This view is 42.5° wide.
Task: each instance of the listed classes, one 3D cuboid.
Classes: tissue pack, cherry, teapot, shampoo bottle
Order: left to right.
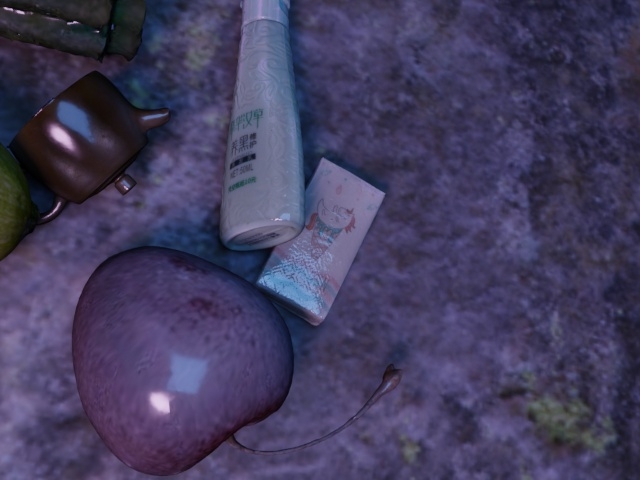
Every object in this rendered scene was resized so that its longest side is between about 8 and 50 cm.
[{"bbox_3d":[-0.148,-0.052,0.516,0.121,0.076,0.068,-42,101,3],"label":"teapot"},{"bbox_3d":[-0.062,0.056,0.504,0.188,0.115,0.148,-29,48,-31],"label":"cherry"},{"bbox_3d":[-0.039,-0.090,0.572,0.041,0.069,0.191,19,62,-40],"label":"shampoo bottle"},{"bbox_3d":[0.000,0.000,0.577,0.056,0.023,0.108,29,67,-8],"label":"tissue pack"}]

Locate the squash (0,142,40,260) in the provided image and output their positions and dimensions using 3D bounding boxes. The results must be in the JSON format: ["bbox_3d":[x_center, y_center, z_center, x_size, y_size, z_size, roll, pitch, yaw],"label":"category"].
[{"bbox_3d":[-0.251,-0.034,0.453,0.186,0.123,0.123,22,69,-17],"label":"squash"}]

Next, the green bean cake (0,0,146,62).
[{"bbox_3d":[-0.145,-0.256,0.475,0.132,0.255,0.241,11,76,-14],"label":"green bean cake"}]
